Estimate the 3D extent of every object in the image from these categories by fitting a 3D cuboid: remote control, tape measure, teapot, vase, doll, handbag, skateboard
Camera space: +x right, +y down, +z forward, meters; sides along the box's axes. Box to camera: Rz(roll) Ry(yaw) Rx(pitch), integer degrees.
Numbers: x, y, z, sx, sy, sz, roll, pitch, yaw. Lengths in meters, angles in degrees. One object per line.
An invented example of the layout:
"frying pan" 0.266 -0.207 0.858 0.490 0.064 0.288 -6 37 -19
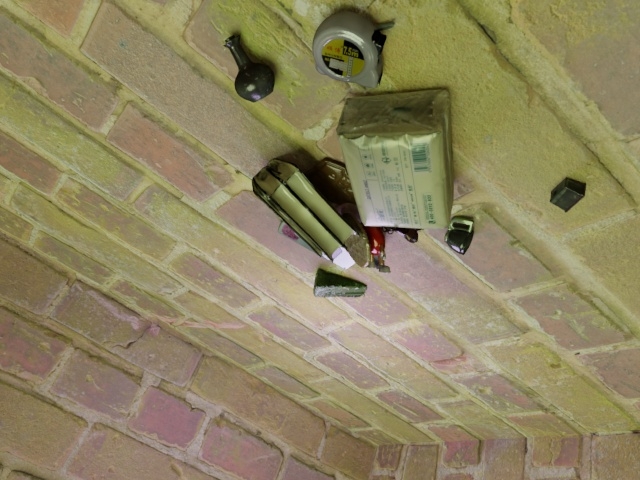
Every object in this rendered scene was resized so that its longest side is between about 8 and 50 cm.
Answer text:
"remote control" 0.000 -0.001 1.967 0.344 0.050 0.145 30 142 -13
"tape measure" 0.077 -0.491 1.260 0.196 0.105 0.178 19 151 4
"teapot" 0.478 -0.021 1.708 0.091 0.124 0.092 23 -172 22
"vase" -0.208 -0.486 1.396 0.120 0.120 0.182 -13 119 37
"doll" 0.190 0.010 1.830 0.183 0.085 0.217 21 132 65
"handbag" -0.061 -0.106 1.713 0.358 0.160 0.237 46 179 -27
"skateboard" 0.285 -0.039 1.786 0.152 0.067 0.080 25 154 2

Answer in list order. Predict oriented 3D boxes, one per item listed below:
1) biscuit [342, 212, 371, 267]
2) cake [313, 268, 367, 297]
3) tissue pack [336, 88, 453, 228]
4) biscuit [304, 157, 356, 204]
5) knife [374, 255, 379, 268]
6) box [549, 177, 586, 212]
"biscuit" 0.125 0.001 1.810 0.033 0.219 0.219 -21 147 -18
"cake" 0.084 0.191 2.194 0.236 0.099 0.100 2 144 -11
"tissue pack" 0.229 -0.222 1.439 0.298 0.207 0.380 3 141 19
"biscuit" 0.057 -0.187 1.712 0.215 0.034 0.182 37 141 -22
"knife" 0.225 0.051 1.957 0.060 0.028 0.230 20 149 21
"box" 0.721 -0.136 1.448 0.063 0.060 0.084 29 144 1
